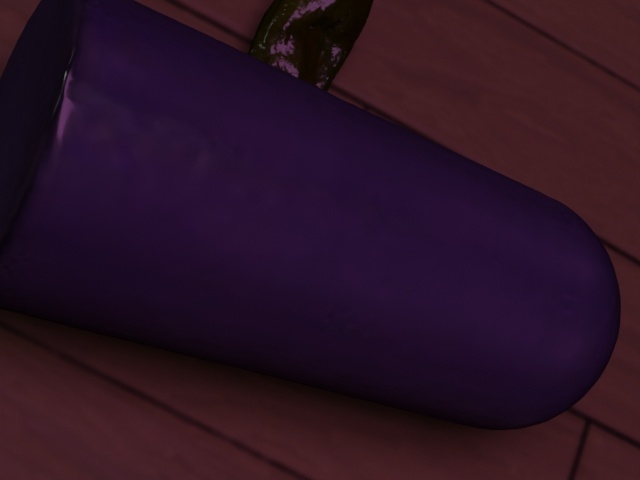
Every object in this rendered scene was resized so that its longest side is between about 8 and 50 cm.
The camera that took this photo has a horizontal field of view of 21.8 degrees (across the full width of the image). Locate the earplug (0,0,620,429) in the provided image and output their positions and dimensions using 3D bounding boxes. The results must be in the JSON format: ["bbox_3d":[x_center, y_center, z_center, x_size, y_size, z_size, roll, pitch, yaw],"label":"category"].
[{"bbox_3d":[0.000,0.000,1.110,0.456,0.215,0.215,19,66,-22],"label":"earplug"}]

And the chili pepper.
[{"bbox_3d":[0.001,-0.170,1.237,0.072,0.073,0.204,36,72,-30],"label":"chili pepper"}]
